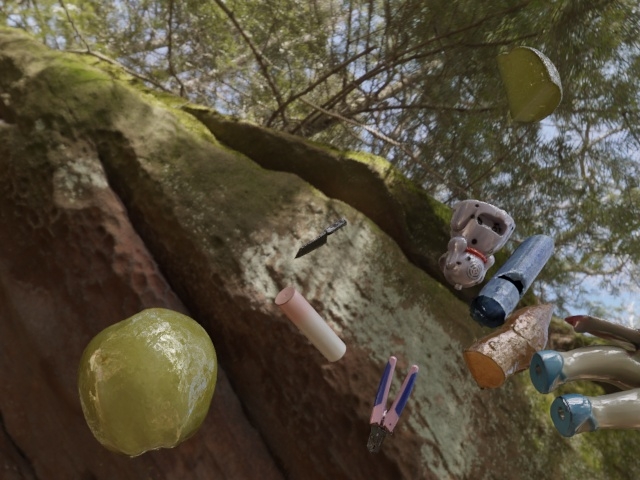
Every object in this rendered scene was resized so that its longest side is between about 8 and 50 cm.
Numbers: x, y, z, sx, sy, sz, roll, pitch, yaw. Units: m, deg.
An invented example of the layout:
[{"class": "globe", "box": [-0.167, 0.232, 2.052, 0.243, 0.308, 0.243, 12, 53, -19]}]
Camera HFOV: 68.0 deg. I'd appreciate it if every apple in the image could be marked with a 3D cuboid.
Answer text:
[{"class": "apple", "box": [-0.237, 0.193, 0.657, 0.200, 0.200, 0.199, 13, -58, 21]}]

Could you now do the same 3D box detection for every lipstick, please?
[{"class": "lipstick", "box": [-0.031, 0.301, 1.689, 0.087, 0.087, 0.326, -18, -57, 35]}]

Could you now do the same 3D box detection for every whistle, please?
[{"class": "whistle", "box": [0.346, 0.060, 0.839, 0.062, 0.304, 0.062, 18, -59, 33]}]

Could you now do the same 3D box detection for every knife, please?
[{"class": "knife", "box": [0.000, 0.000, 1.560, 0.028, 0.231, 0.060, 37, -34, 31]}]

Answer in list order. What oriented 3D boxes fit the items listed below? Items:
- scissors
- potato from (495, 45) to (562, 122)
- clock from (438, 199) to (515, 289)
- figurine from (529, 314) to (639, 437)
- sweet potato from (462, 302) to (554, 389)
[{"class": "scissors", "box": [0.082, 0.197, 0.566, 0.039, 0.113, 0.012, 18, -21, 18]}, {"class": "potato", "box": [0.405, -0.312, 0.881, 0.120, 0.081, 0.149, 126, -42, -69]}, {"class": "clock", "box": [0.443, 0.031, 1.404, 0.189, 0.253, 0.189, 25, -10, 5]}, {"class": "figurine", "box": [0.283, 0.099, 0.307, 0.261, 0.205, 0.102, -1, -69, -2]}, {"class": "sweet potato", "box": [0.526, 0.260, 1.243, 0.131, 0.337, 0.131, 44, -32, 37]}]
